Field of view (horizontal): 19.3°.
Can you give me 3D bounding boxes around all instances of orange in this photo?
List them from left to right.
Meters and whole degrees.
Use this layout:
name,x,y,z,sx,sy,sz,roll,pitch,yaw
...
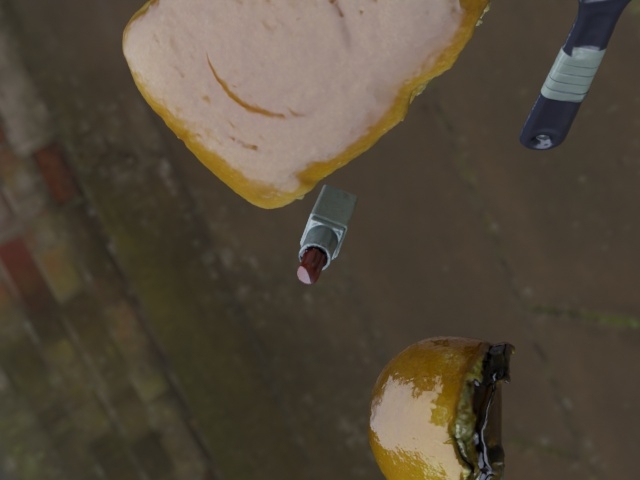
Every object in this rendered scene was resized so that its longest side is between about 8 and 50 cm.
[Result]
name,x,y,z,sx,sy,sz,roll,pitch,yaw
orange,0.091,0.137,1.443,0.160,0.112,0.170,-86,15,-56

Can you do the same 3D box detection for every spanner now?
name,x,y,z,sx,sy,sz,roll,pitch,yaw
spanner,0.203,-0.153,1.487,0.316,0.087,0.024,107,158,-62

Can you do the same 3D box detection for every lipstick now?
name,x,y,z,sx,sy,sz,roll,pitch,yaw
lipstick,0.001,0.000,1.389,0.030,0.129,0.030,21,117,0

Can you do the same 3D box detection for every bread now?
name,x,y,z,sx,sy,sz,roll,pitch,yaw
bread,-0.003,-0.141,1.156,0.174,0.121,0.245,46,126,-3
